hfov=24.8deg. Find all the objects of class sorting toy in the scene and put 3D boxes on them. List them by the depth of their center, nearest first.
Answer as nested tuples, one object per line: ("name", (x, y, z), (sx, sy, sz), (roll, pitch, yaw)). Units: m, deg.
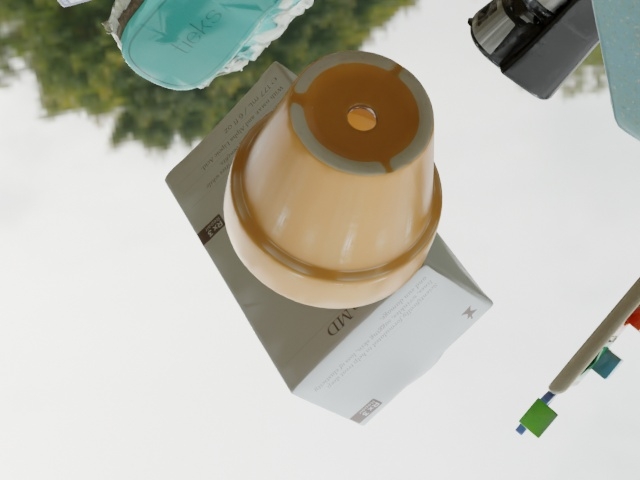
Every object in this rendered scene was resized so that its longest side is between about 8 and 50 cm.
("sorting toy", (0.360, 0.116, 1.761), (0.047, 0.347, 0.196), (40, -169, 13))

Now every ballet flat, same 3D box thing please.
("ballet flat", (-0.017, -0.248, 1.021), (0.409, 0.147, 0.147), (-28, -174, 44))

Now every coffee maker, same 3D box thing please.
("coffee maker", (0.274, -0.238, 1.558), (0.171, 0.178, 0.120), (47, -142, 7))

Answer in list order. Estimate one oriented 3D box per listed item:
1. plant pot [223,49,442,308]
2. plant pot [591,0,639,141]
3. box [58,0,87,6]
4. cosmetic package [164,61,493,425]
("plant pot", (0.021, -0.068, 1.321), (0.205, 0.188, 0.205), (4, -117, -7))
("plant pot", (0.338, -0.179, 1.053), (0.252, 0.247, 0.248), (0, -152, 32))
("box", (-0.124, -0.254, 1.189), (0.225, 0.036, 0.136), (-14, 170, 3))
("cosmetic package", (0.000, 0.000, 1.692), (0.217, 0.156, 0.385), (-46, -133, 11))
